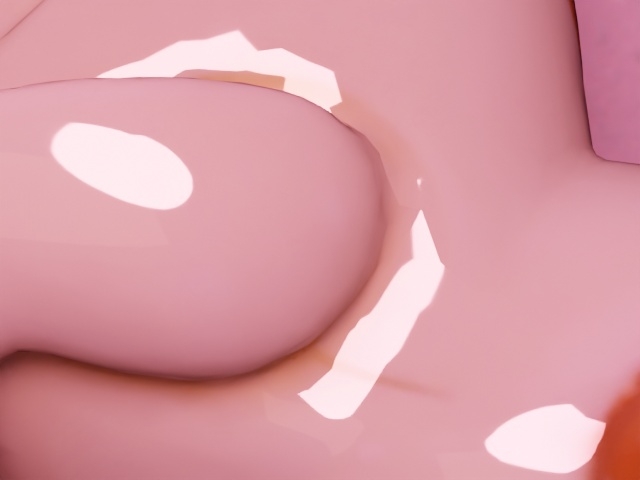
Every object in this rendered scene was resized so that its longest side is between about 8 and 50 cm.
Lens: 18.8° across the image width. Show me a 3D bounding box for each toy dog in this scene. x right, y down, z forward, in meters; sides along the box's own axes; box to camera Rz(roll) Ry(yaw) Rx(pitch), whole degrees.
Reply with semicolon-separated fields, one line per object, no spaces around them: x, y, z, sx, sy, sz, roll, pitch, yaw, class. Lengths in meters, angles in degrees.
0.000;0.000;0.540;0.395;0.284;0.408;-29;72;-24;toy dog
